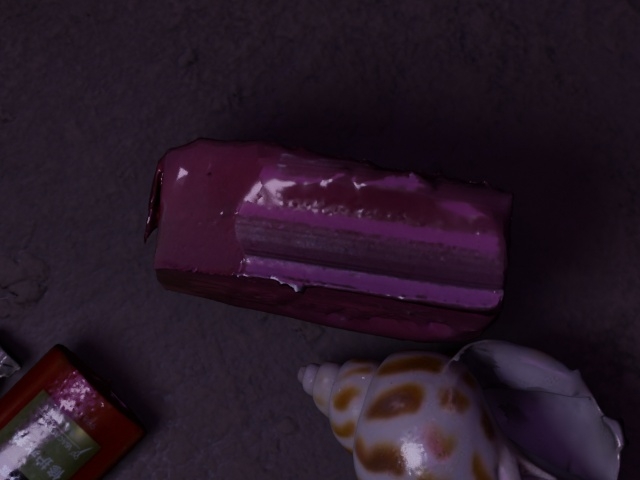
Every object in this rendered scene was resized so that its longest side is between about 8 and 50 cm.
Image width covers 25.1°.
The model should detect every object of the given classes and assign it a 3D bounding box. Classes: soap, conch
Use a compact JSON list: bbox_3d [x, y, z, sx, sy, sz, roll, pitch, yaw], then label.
[{"bbox_3d":[0.000,0.000,1.233,0.324,0.220,0.127,11,79,4],"label":"soap"},{"bbox_3d":[0.111,0.170,1.234,0.275,0.149,0.183,35,55,-3],"label":"conch"}]

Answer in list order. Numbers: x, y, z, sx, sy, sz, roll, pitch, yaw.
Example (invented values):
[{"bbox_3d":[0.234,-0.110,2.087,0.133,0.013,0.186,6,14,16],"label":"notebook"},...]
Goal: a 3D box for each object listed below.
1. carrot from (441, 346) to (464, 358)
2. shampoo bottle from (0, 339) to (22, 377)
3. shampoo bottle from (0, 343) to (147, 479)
[{"bbox_3d":[0.106,0.119,1.303,0.093,0.032,0.032,-17,81,6],"label":"carrot"},{"bbox_3d":[-0.357,0.173,1.310,0.208,0.057,0.063,-45,77,-4],"label":"shampoo bottle"},{"bbox_3d":[-0.303,0.238,1.285,0.314,0.076,0.118,-44,101,-3],"label":"shampoo bottle"}]
